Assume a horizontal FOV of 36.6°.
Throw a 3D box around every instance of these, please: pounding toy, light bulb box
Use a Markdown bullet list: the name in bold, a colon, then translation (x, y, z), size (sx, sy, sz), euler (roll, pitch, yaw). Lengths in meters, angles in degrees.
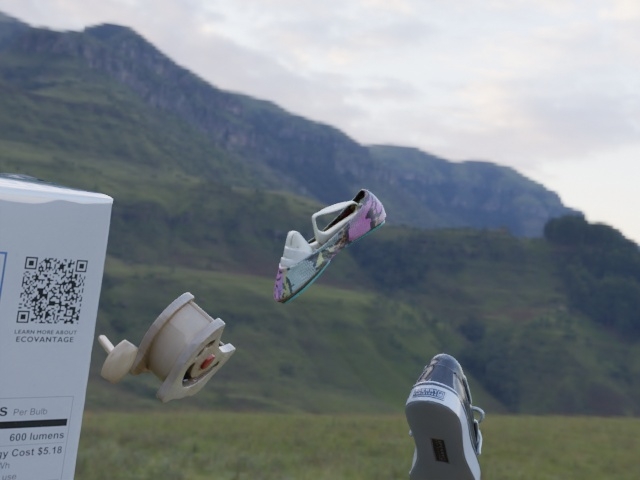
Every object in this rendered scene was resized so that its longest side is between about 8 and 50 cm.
- **pounding toy**: translation (-0.235, 0.141, 1.480), size (0.155, 0.154, 0.269), euler (39, 4, 13)
- **light bulb box**: translation (-0.407, 0.106, 0.843), size (0.358, 0.360, 0.225), euler (6, 5, -39)

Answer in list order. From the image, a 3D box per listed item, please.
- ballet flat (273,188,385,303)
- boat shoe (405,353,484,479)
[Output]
- **ballet flat**: translation (0.000, 0.000, 1.471), size (0.079, 0.221, 0.077), euler (55, -10, -23)
- **boat shoe**: translation (0.187, 0.289, 1.448), size (0.113, 0.105, 0.306), euler (4, -44, 25)
